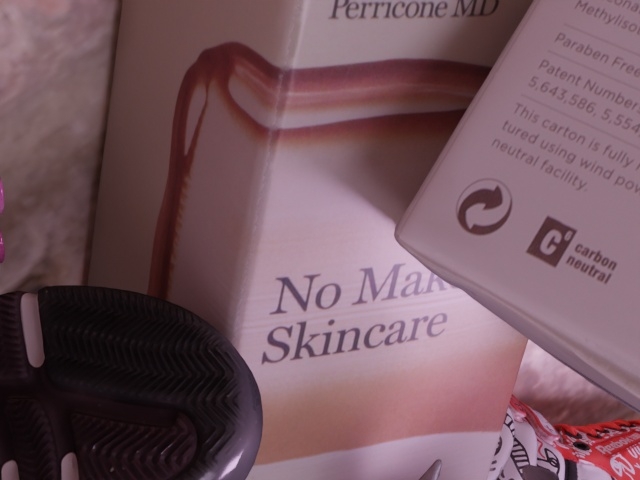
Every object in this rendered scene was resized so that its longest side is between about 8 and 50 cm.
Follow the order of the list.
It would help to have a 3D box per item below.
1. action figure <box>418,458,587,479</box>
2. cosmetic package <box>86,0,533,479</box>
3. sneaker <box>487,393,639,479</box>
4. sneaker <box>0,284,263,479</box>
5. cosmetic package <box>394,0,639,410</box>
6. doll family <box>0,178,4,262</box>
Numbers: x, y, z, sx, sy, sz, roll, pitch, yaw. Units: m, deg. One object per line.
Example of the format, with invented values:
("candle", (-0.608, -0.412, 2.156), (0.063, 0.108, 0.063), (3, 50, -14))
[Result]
("action figure", (0.109, 0.149, 0.603), (0.285, 0.099, 0.185), (-5, 150, -25))
("cosmetic package", (0.000, 0.000, 0.592), (0.153, 0.129, 0.296), (-8, 124, -30))
("sneaker", (0.135, 0.120, 0.790), (0.090, 0.145, 0.270), (-36, 180, 40))
("sneaker", (-0.127, 0.109, 0.575), (0.281, 0.106, 0.162), (-17, 150, 19))
("cosmetic package", (0.216, -0.101, 0.509), (0.385, 0.156, 0.217), (-58, 147, 1))
("doll family", (-0.193, -0.063, 0.451), (0.163, 0.118, 0.263), (-22, 149, -28))
